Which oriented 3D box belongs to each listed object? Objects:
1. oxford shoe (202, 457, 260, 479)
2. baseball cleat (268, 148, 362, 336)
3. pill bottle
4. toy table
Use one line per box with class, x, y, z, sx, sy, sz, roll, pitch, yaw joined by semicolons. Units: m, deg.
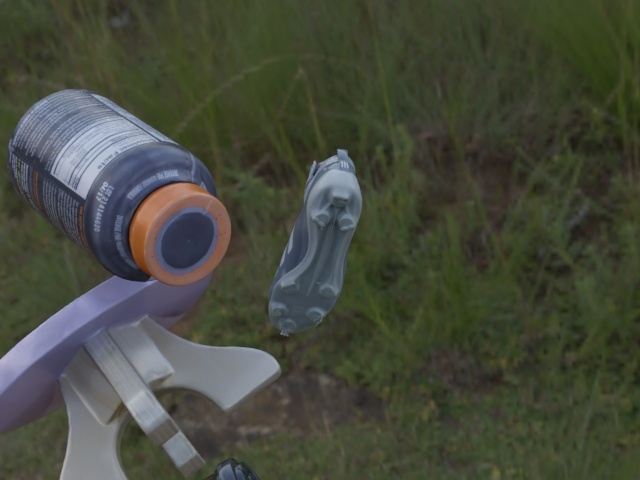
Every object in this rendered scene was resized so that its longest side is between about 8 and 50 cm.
oxford shoe;-0.049;0.207;0.728;0.096;0.227;0.083;-12;37;-10
baseball cleat;0.000;0.000;1.448;0.072;0.206;0.109;18;36;-10
pill bottle;-0.180;-0.043;1.284;0.130;0.130;0.245;-32;38;-21
toy table;-0.188;0.149;1.385;0.274;0.252;0.161;-40;73;2
